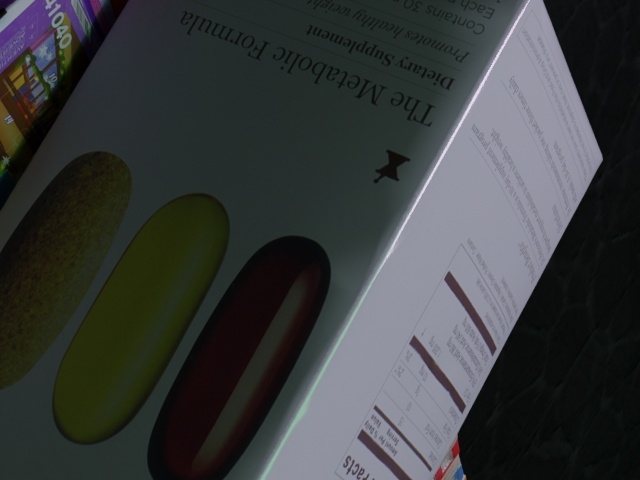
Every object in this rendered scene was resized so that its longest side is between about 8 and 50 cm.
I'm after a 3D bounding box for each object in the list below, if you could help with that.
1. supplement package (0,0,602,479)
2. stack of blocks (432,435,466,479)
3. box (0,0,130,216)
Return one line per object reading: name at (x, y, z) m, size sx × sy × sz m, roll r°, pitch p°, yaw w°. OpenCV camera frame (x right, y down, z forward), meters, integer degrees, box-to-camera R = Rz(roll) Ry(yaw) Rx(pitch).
supplement package at (-0.024, 0.025, 0.602) m, size 0.244 × 0.139 × 0.134 m, roll -61°, pitch 153°, yaw -12°
stack of blocks at (-0.014, 0.154, 0.816) m, size 0.171 × 0.087 × 0.297 m, roll -56°, pitch 166°, yaw -8°
box at (-0.107, 0.020, 0.666) m, size 0.201 × 0.057 × 0.293 m, roll -49°, pitch 147°, yaw -30°
